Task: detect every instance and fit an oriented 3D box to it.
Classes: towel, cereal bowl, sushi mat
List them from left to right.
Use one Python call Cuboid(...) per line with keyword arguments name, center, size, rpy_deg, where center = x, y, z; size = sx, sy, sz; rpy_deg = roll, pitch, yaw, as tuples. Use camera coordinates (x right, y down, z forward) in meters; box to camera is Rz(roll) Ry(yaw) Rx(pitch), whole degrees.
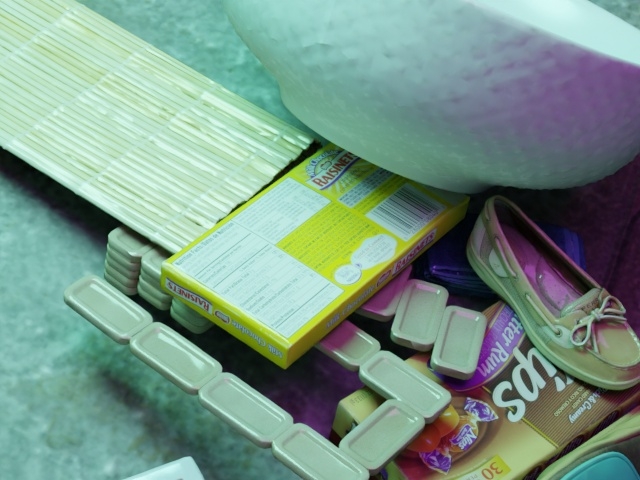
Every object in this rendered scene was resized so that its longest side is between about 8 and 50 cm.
Cuboid(name="sushi mat", center=(-0.168, -0.103, 1.234), size=(0.316, 0.019, 0.151), rpy_deg=(31, 53, 21))
Cuboid(name="cereal bowl", center=(0.074, -0.129, 1.213), size=(0.339, 0.141, 0.339), rpy_deg=(22, 16, -7))
Cuboid(name="towel", center=(0.127, 0.010, 1.242), size=(0.119, 0.029, 0.067), rpy_deg=(7, 53, -7))

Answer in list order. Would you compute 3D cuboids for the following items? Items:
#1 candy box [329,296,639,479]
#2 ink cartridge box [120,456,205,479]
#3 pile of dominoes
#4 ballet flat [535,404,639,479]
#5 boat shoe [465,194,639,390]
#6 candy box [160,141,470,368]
Cuboid(name="candy box", center=(0.112, 0.111, 1.151), size=(0.187, 0.053, 0.109), rpy_deg=(-29, 63, -27))
Cuboid(name="ink cartridge box", center=(-0.127, 0.218, 1.028), size=(0.179, 0.045, 0.145), rpy_deg=(-16, 59, -25))
Cuboid(name="pile of dominoes", center=(-0.025, 0.057, 1.143), size=(0.251, 0.040, 0.196), rpy_deg=(34, 46, 23))
Cuboid(name="ballet flat", center=(0.195, 0.154, 1.132), size=(0.232, 0.073, 0.080), rpy_deg=(-27, 95, -29))
Cuboid(name="boat shoe", center=(0.156, 0.034, 1.155), size=(0.056, 0.048, 0.153), rpy_deg=(-26, 62, -28))
Cuboid(name="candy box", center=(0.000, 0.000, 1.160), size=(0.105, 0.027, 0.206), rpy_deg=(30, 44, 24))
